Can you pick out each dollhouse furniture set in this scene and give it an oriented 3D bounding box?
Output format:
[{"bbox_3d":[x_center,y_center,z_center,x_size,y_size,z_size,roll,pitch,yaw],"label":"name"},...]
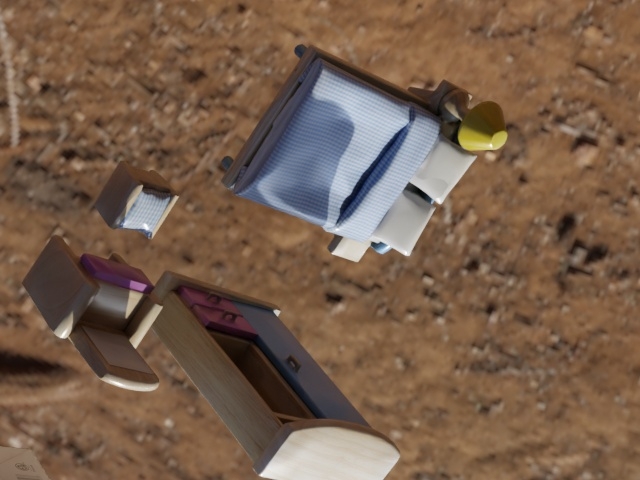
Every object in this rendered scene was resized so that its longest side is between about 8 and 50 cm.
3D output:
[{"bbox_3d":[0.000,0.000,1.092,0.286,0.198,0.303,20,109,-48],"label":"dollhouse furniture set"}]

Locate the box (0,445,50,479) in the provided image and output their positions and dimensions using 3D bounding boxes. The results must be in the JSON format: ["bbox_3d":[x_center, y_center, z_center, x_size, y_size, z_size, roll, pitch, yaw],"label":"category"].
[{"bbox_3d":[-0.263,0.308,1.035,0.087,0.169,0.289,12,105,-32],"label":"box"}]
